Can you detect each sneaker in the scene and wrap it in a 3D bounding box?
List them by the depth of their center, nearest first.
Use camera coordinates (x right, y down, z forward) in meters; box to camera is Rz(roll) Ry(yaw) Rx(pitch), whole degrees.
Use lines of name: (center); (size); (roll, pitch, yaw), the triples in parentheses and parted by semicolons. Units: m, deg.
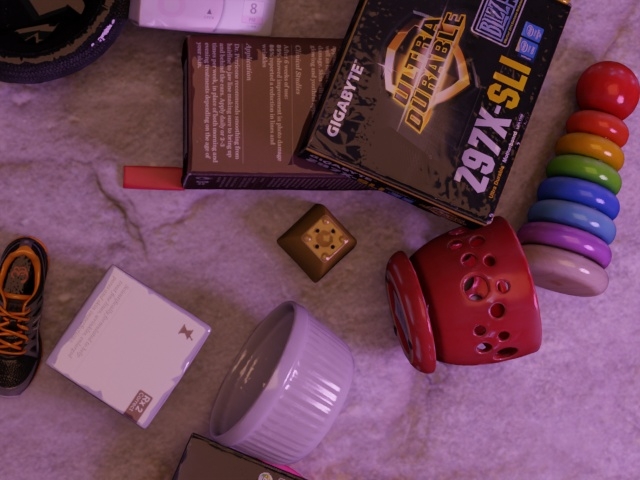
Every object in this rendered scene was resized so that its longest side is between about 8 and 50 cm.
sneaker: (-0.401, 0.098, 1.784); (0.084, 0.083, 0.215); (5, 86, -10)

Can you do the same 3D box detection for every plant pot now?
plant pot: (0.185, 0.077, 1.822); (0.174, 0.191, 0.191); (-13, 88, -6)
plant pot: (0.000, 0.000, 1.852); (0.081, 0.083, 0.081); (-43, 92, -9)

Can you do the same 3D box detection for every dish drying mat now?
dish drying mat: (-0.226, -0.085, 1.863); (0.083, 0.008, 0.032); (2, 85, -9)

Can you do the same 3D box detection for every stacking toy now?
stacking toy: (0.369, -0.096, 1.896); (0.141, 0.141, 0.330); (19, 79, -7)

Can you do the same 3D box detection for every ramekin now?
ramekin: (-0.045, 0.193, 1.774); (0.109, 0.207, 0.207); (32, 82, -14)

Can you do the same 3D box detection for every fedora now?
fedora: (-0.394, -0.366, 1.785); (0.334, 0.152, 0.334); (0, 91, -11)

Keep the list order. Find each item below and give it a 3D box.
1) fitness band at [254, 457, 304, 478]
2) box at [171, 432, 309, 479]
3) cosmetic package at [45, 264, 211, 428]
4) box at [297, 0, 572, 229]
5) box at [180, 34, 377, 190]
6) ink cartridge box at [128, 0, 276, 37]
fitness band: (-0.117, 0.426, 1.816); (0.209, 0.054, 0.291); (44, 80, -3)
box: (-0.120, 0.371, 1.776); (0.184, 0.045, 0.191); (24, 81, -6)
cosmetic package: (-0.247, 0.135, 1.753); (0.151, 0.183, 0.151); (34, 81, -5)
box: (0.148, -0.207, 1.759); (0.257, 0.079, 0.322); (23, 80, -8)
box: (0.004, -0.168, 1.837); (0.381, 0.143, 0.191); (1, 84, -8)
ink cartridge box: (-0.141, -0.383, 1.749); (0.189, 0.066, 0.232); (1, 109, -27)
